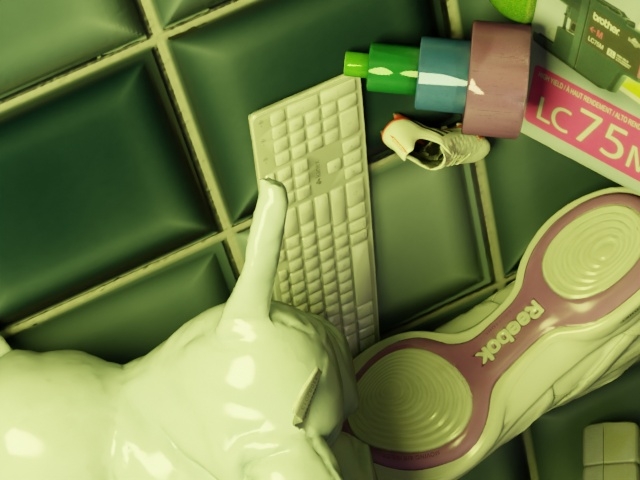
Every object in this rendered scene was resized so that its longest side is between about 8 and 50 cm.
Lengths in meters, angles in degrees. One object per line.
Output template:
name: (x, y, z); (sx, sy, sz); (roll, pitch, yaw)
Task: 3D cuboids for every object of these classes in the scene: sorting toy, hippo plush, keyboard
sorting toy: (0.058, -0.197, 0.879); (0.126, 0.127, 0.365); (6, 138, 3)
hippo plush: (-0.094, 0.144, 1.003); (0.236, 0.234, 0.294); (-12, 160, 4)
keyboard: (0.000, 0.000, 1.090); (0.072, 0.014, 0.256); (-20, 140, -12)

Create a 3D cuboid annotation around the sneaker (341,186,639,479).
sneaker: (0.132, 0.096, 1.189); (0.305, 0.114, 0.152); (-36, 149, 9)

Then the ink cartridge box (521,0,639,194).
ink cartridge box: (0.214, -0.150, 0.931); (0.065, 0.186, 0.311); (-39, 150, -40)

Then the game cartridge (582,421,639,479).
game cartridge: (0.289, 0.316, 1.439); (0.068, 0.230, 0.355); (-13, 145, 22)

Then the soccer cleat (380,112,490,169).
soccer cleat: (0.073, -0.055, 1.059); (0.083, 0.035, 0.029); (11, 125, -38)
